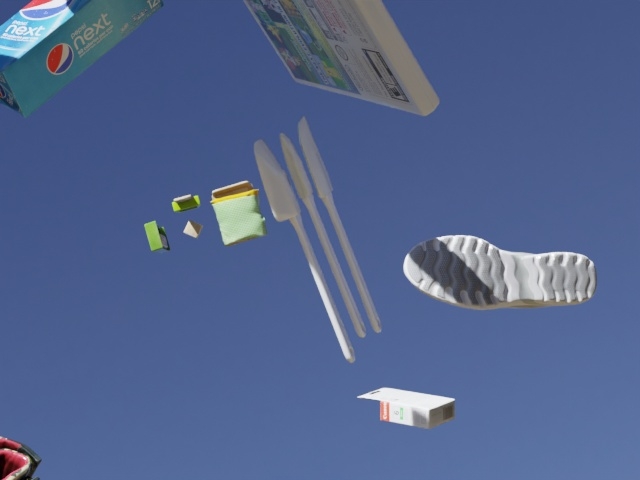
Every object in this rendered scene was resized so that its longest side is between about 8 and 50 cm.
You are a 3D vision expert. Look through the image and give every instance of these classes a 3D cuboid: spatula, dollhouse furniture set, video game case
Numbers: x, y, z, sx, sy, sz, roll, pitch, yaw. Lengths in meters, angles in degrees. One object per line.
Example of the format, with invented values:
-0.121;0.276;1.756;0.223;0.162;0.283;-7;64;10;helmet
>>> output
0.000;0.000;1.749;0.019;0.242;0.168;-18;7;17;spatula
-0.149;-0.026;2.238;0.151;0.076;0.058;-16;-6;3;dollhouse furniture set
-0.017;-0.311;2.184;0.036;0.300;0.329;-45;-56;-17;video game case

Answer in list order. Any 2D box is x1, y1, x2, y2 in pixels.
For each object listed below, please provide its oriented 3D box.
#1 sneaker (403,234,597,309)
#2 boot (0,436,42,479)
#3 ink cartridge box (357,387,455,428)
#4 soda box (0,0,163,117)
0.253;0.063;2.501;0.281;0.105;0.115;9;-14;-10;sneaker
-0.246;0.251;1.374;0.236;0.085;0.179;16;-61;-28;boot
0.111;0.217;2.235;0.115;0.029;0.063;6;11;37;ink cartridge box
-0.273;-0.230;1.860;0.210;0.067;0.071;-43;-41;-22;soda box
